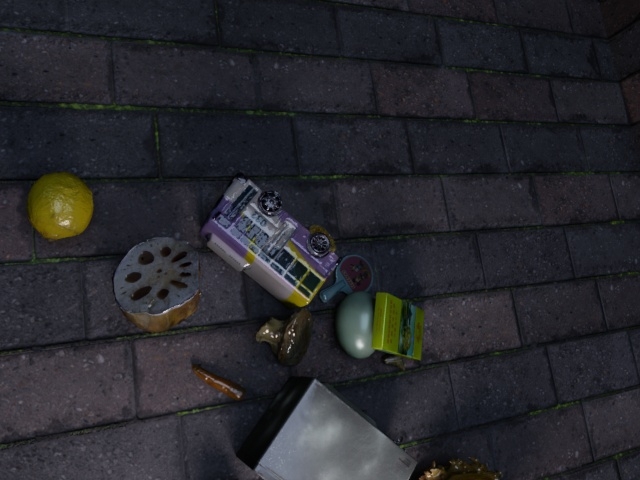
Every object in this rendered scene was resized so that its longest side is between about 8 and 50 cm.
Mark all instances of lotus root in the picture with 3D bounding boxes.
[{"bbox_3d":[-0.466,0.144,1.481,0.271,0.192,0.272,-1,50,2],"label":"lotus root"}]

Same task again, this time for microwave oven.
[{"bbox_3d":[0.022,0.667,1.533,0.432,0.236,0.374,42,67,-8],"label":"microwave oven"}]

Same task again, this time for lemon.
[{"bbox_3d":[-0.753,-0.102,1.441,0.180,0.181,0.193,14,40,-18],"label":"lemon"}]

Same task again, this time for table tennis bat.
[{"bbox_3d":[0.092,0.147,1.795,0.244,0.040,0.153,-31,91,-29],"label":"table tennis bat"}]

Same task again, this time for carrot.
[{"bbox_3d":[-0.322,0.446,1.558,0.191,0.047,0.047,30,69,-7],"label":"carrot"}]

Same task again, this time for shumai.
[{"bbox_3d":[-0.117,0.307,1.627,0.152,0.210,0.161,14,28,15],"label":"shumai"}]

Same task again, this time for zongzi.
[{"bbox_3d":[0.265,0.449,1.796,0.076,0.040,0.084,-17,102,-17],"label":"zongzi"}]

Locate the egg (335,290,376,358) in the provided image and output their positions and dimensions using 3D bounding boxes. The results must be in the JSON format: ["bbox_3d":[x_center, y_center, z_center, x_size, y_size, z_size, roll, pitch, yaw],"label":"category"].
[{"bbox_3d":[0.133,0.289,1.703,0.167,0.168,0.231,5,80,-20],"label":"egg"}]

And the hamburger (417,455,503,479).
[{"bbox_3d":[0.457,0.868,1.641,0.444,0.268,0.287,3,78,-17],"label":"hamburger"}]

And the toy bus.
[{"bbox_3d":[-0.179,0.011,1.623,0.440,0.209,0.249,41,67,-9],"label":"toy bus"}]

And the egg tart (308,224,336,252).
[{"bbox_3d":[0.000,0.000,1.771,0.128,0.049,0.129,35,30,-24],"label":"egg tart"}]

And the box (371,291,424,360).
[{"bbox_3d":[0.277,0.305,1.723,0.335,0.047,0.187,29,63,-53],"label":"box"}]
